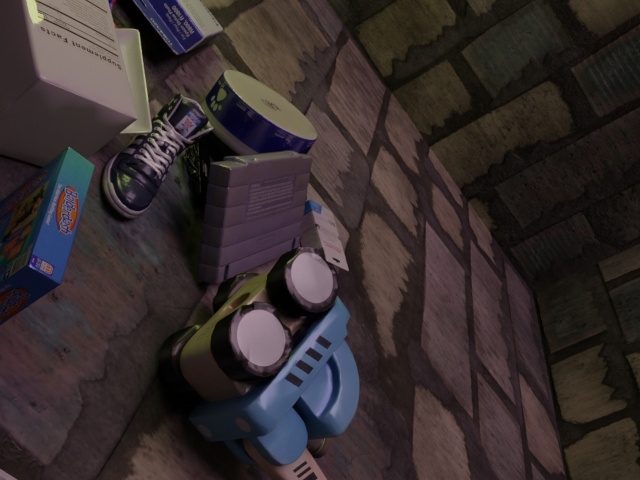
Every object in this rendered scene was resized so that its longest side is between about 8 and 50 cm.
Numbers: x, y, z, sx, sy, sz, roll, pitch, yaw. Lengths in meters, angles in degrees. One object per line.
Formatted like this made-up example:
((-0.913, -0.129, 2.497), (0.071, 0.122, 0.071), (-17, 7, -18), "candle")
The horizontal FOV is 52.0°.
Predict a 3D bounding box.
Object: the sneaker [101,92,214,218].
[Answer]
((-0.284, -0.162, 1.174), (0.099, 0.153, 0.282), (46, 28, -26), "sneaker")

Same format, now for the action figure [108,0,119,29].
((-0.453, -0.533, 1.292), (0.280, 0.139, 0.091), (61, 26, -3), "action figure")

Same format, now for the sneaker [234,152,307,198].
((-0.116, -0.167, 1.578), (0.224, 0.083, 0.098), (38, 28, -37), "sneaker")

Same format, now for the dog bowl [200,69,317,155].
((-0.140, -0.274, 1.522), (0.265, 0.104, 0.265), (33, 22, -15), "dog bowl")

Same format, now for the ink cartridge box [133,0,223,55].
((-0.371, -0.590, 1.506), (0.324, 0.071, 0.330), (52, 13, -17), "ink cartridge box")

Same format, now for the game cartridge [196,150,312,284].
((-0.124, -0.062, 1.322), (0.355, 0.068, 0.230), (-23, 121, -65), "game cartridge")

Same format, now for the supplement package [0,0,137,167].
((-0.429, -0.283, 1.008), (0.175, 0.178, 0.293), (17, 49, -56), "supplement package")

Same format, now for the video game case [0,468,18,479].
((-0.326, 0.361, 0.665), (0.232, 0.042, 0.210), (47, 28, -25), "video game case")

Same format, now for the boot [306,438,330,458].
((-0.061, 0.286, 1.217), (0.208, 0.076, 0.189), (38, 31, -26), "boot")

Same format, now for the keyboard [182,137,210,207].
((-0.259, -0.150, 1.366), (0.100, 0.038, 0.192), (66, 10, -53), "keyboard")

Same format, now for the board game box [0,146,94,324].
((-0.372, -0.001, 0.832), (0.047, 0.160, 0.210), (40, 32, -37), "board game box")

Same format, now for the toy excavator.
((-0.049, 0.299, 1.006), (0.445, 0.222, 0.433), (52, 47, -11), "toy excavator")

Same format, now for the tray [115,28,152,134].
((-0.390, -0.284, 1.187), (0.145, 0.030, 0.270), (-6, 58, -16), "tray")

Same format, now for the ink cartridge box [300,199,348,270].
((0.000, 0.000, 1.632), (0.104, 0.060, 0.180), (28, 40, -50), "ink cartridge box")
